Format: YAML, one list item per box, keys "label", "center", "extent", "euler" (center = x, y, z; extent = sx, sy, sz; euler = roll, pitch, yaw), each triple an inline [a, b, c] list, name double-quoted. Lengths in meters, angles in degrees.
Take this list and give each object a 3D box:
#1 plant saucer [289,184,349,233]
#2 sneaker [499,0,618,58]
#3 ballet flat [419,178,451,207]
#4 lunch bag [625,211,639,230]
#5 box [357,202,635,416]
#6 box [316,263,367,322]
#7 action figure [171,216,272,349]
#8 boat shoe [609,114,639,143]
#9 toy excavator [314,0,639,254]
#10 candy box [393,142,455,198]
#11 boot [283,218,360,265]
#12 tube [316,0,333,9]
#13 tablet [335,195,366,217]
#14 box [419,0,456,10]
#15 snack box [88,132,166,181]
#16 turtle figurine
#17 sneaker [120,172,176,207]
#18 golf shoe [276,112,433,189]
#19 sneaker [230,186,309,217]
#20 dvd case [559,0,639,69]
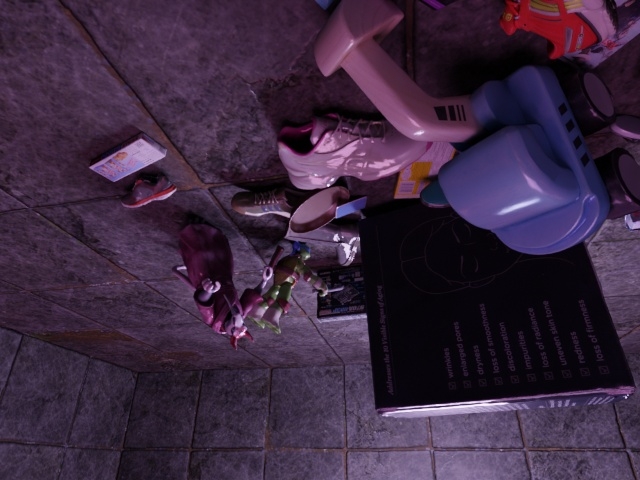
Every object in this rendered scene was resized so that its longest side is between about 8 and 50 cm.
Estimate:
- label: "plant saucer"
  center: [-0.008, -0.080, 1.009]
  extent: [0.168, 0.029, 0.168]
  euler: [-29, 158, -13]
- label: "sneaker"
  center: [0.282, -0.327, 0.545]
  extent: [0.279, 0.107, 0.118]
  euler: [24, 152, -33]
- label: "ballet flat"
  center: [0.318, -0.118, 0.931]
  extent: [0.203, 0.074, 0.074]
  euler: [-23, 148, 5]
- label: "lunch bag"
  center: [0.836, -0.055, 1.082]
  extent: [0.071, 0.053, 0.083]
  euler: [-12, 158, 24]
- label: "box"
  center: [0.371, 0.150, 1.000]
  extent: [0.472, 0.479, 0.297]
  euler: [-14, 151, 22]
- label: "box"
  center: [0.097, 0.172, 1.383]
  extent: [0.220, 0.175, 0.051]
  euler: [-10, 150, 17]
- label: "action figure"
  center: [-0.290, 0.132, 1.109]
  extent: [0.276, 0.370, 0.248]
  euler: [-41, 148, 25]
- label: "boat shoe"
  center: [0.616, -0.207, 0.811]
  extent: [0.142, 0.049, 0.040]
  euler: [5, 152, -12]
- label: "toy excavator"
  center: [0.246, -0.168, 0.653]
  extent: [0.445, 0.432, 0.222]
  euler: [-14, 171, -34]
- label: "candy box"
  center: [0.227, -0.159, 0.925]
  extent: [0.105, 0.027, 0.206]
  euler: [-3, 152, -1]
- label: "boot"
  center: [-0.001, -0.001, 1.172]
  extent: [0.209, 0.076, 0.189]
  euler: [1, 138, -15]
- label: "tube"
  center: [0.046, -0.376, 0.515]
  extent: [0.080, 0.052, 0.207]
  euler: [30, 145, -33]
- label: "tablet"
  center: [0.077, -0.084, 1.056]
  extent: [0.083, 0.006, 0.054]
  euler: [-21, 155, -11]
- label: "box"
  center: [0.148, -0.337, 0.505]
  extent: [0.116, 0.029, 0.162]
  euler: [15, -172, -25]
- label: "snack box"
  center: [-0.420, -0.177, 0.910]
  extent: [0.178, 0.022, 0.064]
  euler: [-16, 148, 28]
- label: "turtle figurine"
  center: [-0.077, 0.162, 1.254]
  extent: [0.198, 0.266, 0.274]
  euler: [25, 153, 23]
- label: "sneaker"
  center: [-0.415, -0.125, 0.991]
  extent: [0.158, 0.061, 0.064]
  euler: [-12, 122, 21]
- label: "golf shoe"
  center: [0.057, -0.185, 0.800]
  extent: [0.306, 0.115, 0.140]
  euler: [-12, 146, 19]
- label: "sneaker"
  center: [-0.111, -0.101, 1.005]
  extent: [0.192, 0.064, 0.086]
  euler: [7, 151, -23]
- label: "dvd case"
  center: [0.436, -0.318, 0.645]
  extent: [0.087, 0.013, 0.119]
  euler: [15, 149, -24]
